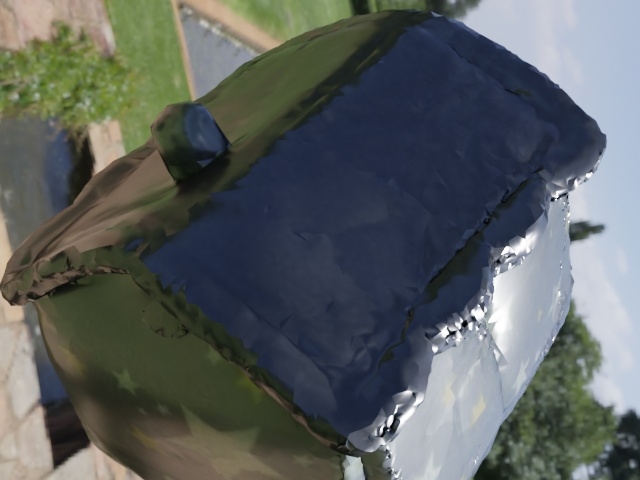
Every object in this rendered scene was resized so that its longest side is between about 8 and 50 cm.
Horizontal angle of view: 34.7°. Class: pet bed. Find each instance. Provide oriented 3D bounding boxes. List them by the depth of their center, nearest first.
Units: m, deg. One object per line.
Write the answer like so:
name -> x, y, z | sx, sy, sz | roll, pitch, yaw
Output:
pet bed -> 0.000, 0.000, 0.428 | 0.211, 0.183, 0.159 | -47, 143, -36
